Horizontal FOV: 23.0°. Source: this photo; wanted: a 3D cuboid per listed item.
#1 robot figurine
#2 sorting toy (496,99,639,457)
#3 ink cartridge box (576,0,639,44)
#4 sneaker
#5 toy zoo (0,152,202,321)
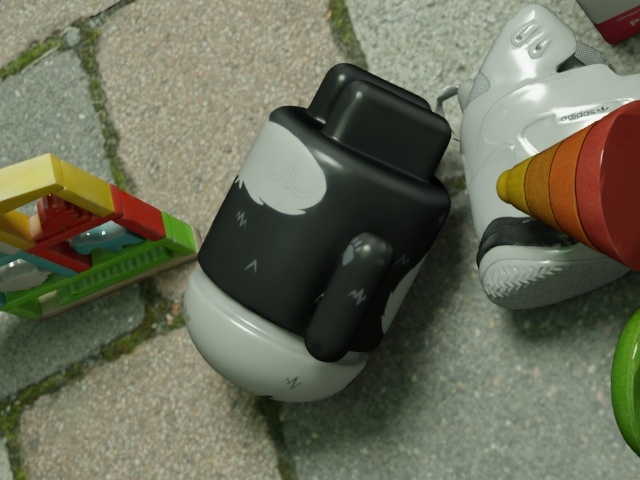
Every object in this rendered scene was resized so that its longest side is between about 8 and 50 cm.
[{"bbox_3d":[0.002,0.000,1.293,0.173,0.209,0.278,31,103,18],"label":"robot figurine"},{"bbox_3d":[0.207,0.076,1.161,0.126,0.127,0.366,2,113,40],"label":"sorting toy"},{"bbox_3d":[0.213,-0.284,1.243,0.100,0.237,0.172,-25,67,17],"label":"ink cartridge box"},{"bbox_3d":[0.259,-0.109,1.230,0.365,0.137,0.210,-28,69,20],"label":"sneaker"},{"bbox_3d":[-0.253,0.000,1.355,0.192,0.293,0.030,-22,68,18],"label":"toy zoo"}]
